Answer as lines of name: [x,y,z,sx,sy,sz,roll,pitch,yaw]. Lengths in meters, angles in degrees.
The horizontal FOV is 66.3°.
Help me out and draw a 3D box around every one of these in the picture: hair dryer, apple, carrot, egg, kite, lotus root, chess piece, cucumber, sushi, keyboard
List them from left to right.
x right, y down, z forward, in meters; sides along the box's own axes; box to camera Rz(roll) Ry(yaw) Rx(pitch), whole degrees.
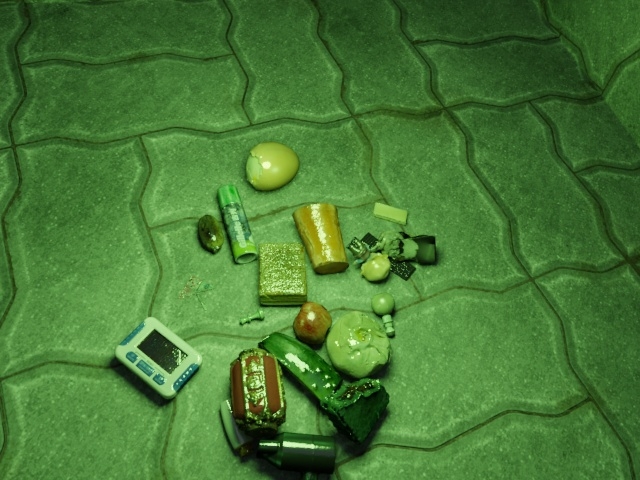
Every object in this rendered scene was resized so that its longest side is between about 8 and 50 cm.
kite: [-0.460,0.197,1.819,0.137,0.005,0.152,-16,63,-15]
lotus root: [-0.431,-0.031,1.917,0.089,0.080,0.179,-15,62,-17]
chess piece: [-0.252,0.281,1.785,0.093,0.042,0.042,-21,64,-12]
egg: [-0.200,-0.313,2.056,0.244,0.201,0.201,-17,63,-29]
hair dryer: [-0.085,0.749,1.498,0.244,0.116,0.302,5,66,-3]
cucumber: [-0.069,0.418,1.695,0.325,0.105,0.145,37,61,17]
apple: [-0.027,0.297,1.751,0.131,0.146,0.146,31,59,4]
carrot: [0.000,0.000,1.926,0.196,0.196,0.254,-7,70,-13]
keyboard: [0.269,0.065,2.008,0.250,0.017,0.087,39,60,13]
sushi: [0.328,0.014,1.991,0.273,0.134,0.109,-2,34,2]

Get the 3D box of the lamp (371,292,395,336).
lamp: [0.246,0.279,1.842,0.091,0.091,0.163,-10,75,-15]

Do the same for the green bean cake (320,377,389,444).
green bean cake: [0.116,0.526,1.604,0.107,0.193,0.208,6,43,50]

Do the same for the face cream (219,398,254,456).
face cream: [-0.269,0.601,1.578,0.072,0.051,0.182,-20,63,-23]

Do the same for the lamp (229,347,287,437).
lamp: [-0.203,0.486,1.578,0.177,0.177,0.274,-6,50,-12]

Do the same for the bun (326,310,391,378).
bun: [0.139,0.365,1.731,0.239,0.141,0.239,5,56,-8]

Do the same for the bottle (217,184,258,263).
bottle: [-0.335,-0.070,1.948,0.093,0.093,0.330,-13,62,-16]

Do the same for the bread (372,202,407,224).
bread: [0.300,-0.115,2.115,0.154,0.028,0.068,15,58,1]

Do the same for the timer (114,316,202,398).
timer: [-0.540,0.394,1.646,0.253,0.078,0.178,35,58,11]

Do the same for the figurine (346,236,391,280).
figurine: [0.183,0.075,1.913,0.196,0.108,0.114,40,67,-9]

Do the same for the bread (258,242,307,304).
bread: [-0.142,0.126,1.855,0.184,0.110,0.234,-1,57,-6]
